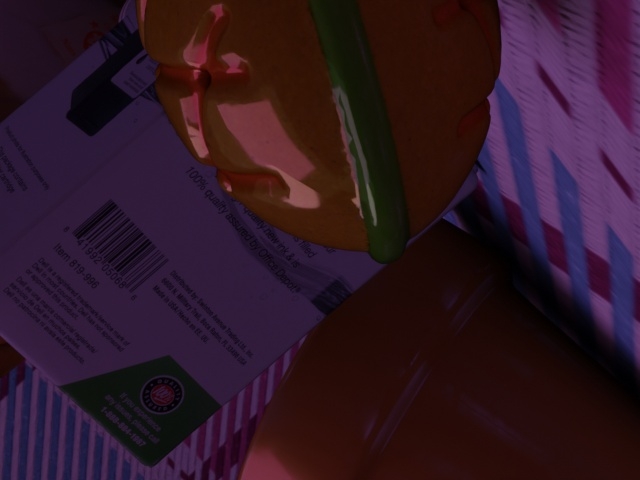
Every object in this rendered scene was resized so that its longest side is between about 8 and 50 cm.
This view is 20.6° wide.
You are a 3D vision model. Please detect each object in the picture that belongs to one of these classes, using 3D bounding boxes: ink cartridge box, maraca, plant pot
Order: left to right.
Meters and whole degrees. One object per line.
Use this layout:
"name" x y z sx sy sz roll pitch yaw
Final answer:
"ink cartridge box" -0.053 -0.022 0.799 0.153 0.208 0.087 51 178 -41
"maraca" -0.007 -0.082 0.503 0.127 0.099 0.185 93 160 -74
"plant pot" 0.085 0.117 0.947 0.188 0.205 0.205 31 173 14

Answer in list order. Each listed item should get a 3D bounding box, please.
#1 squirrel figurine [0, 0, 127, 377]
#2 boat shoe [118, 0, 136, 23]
"squirrel figurine" -0.176 -0.001 1.272 0.397 0.281 0.370 23 137 -6
"boat shoe" -0.029 -0.083 1.001 0.227 0.079 0.081 41 166 16
